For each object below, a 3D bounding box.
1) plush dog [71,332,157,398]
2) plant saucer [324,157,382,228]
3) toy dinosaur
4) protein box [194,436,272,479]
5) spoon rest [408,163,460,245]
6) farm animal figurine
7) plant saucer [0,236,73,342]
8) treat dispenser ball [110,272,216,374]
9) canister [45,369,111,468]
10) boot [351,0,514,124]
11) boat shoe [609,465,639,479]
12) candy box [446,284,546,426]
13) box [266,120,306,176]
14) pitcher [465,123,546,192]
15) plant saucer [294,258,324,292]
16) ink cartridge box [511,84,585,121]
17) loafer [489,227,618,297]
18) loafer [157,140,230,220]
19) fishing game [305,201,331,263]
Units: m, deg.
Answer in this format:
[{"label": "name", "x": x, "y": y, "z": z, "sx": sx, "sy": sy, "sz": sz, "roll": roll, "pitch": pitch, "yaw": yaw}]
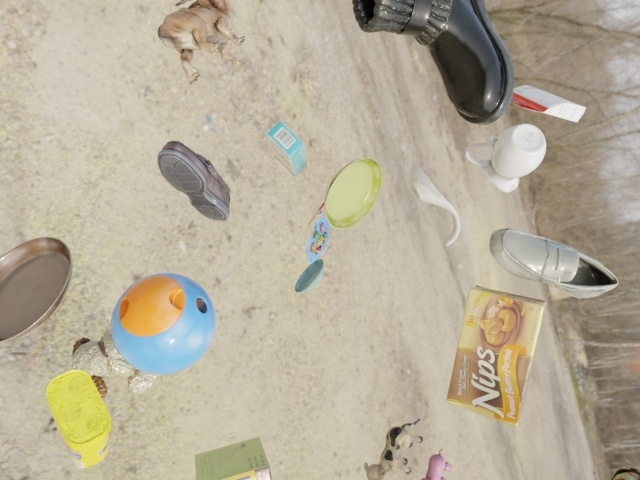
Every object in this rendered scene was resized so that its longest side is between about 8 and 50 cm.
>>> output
[{"label": "plush dog", "x": -0.686, "y": 0.376, "z": 1.678, "sx": 0.262, "sy": 0.225, "sz": 0.211, "roll": 47, "pitch": -33, "yaw": 37}, {"label": "plant saucer", "x": 0.096, "y": -0.149, "z": 1.604, "sx": 0.241, "sy": 0.037, "sz": 0.241, "roll": -27, "pitch": 136, "yaw": -30}, {"label": "toy dinosaur", "x": -0.272, "y": -0.469, "z": 1.126, "sx": 0.200, "sy": 0.127, "sz": 0.295, "roll": 51, "pitch": 49, "yaw": 2}, {"label": "protein box", "x": -0.249, "y": 0.698, "z": 1.495, "sx": 0.200, "sy": 0.201, "sz": 0.136, "roll": -170, "pitch": -110, "yaw": -74}, {"label": "spoon rest", "x": 0.360, "y": -0.121, "z": 1.623, "sx": 0.276, "sy": 0.084, "sz": 0.137, "roll": 61, "pitch": 1, "yaw": -7}, {"label": "farm animal figurine", "x": 0.184, "y": 0.656, "z": 1.270, "sx": 0.172, "sy": 0.327, "sz": 0.330, "roll": 34, "pitch": 16, "yaw": -38}, {"label": "plant saucer", "x": -0.760, "y": 0.130, "z": 1.324, "sx": 0.050, "sy": 0.310, "sz": 0.311, "roll": 60, "pitch": 28, "yaw": -50}, {"label": "treat dispenser ball", "x": -0.445, "y": 0.236, "z": 1.476, "sx": 0.288, "sy": 0.288, "sz": 0.288, "roll": 39, "pitch": 43, "yaw": -50}, {"label": "canister", "x": -0.415, "y": 0.314, "z": 0.893, "sx": 0.073, "sy": 0.170, "sz": 0.126, "roll": -23, "pitch": 66, "yaw": -34}, {"label": "boot", "x": 0.199, "y": -0.378, "z": 0.946, "sx": 0.260, "sy": 0.131, "sz": 0.348, "roll": -6, "pitch": 75, "yaw": -38}, {"label": "boat shoe", "x": 0.659, "y": 0.531, "z": 1.057, "sx": 0.324, "sy": 0.122, "sz": 0.120, "roll": -23, "pitch": 95, "yaw": -26}, {"label": "candy box", "x": 0.451, "y": 0.291, "z": 1.333, "sx": 0.087, "sy": 0.182, "sz": 0.317, "roll": -4, "pitch": 105, "yaw": -61}, {"label": "box", "x": -0.099, "y": -0.278, "z": 1.596, "sx": 0.100, "sy": 0.060, "sz": 0.244, "roll": 45, "pitch": -4, "yaw": 5}, {"label": "pitcher", "x": 0.488, "y": -0.232, "z": 1.376, "sx": 0.125, "sy": 0.177, "sz": 0.207, "roll": -59, "pitch": 172, "yaw": -17}, {"label": "plant saucer", "x": -0.026, "y": 0.107, "z": 1.485, "sx": 0.021, "sy": 0.119, "sz": 0.119, "roll": 42, "pitch": 37, "yaw": -18}, {"label": "ink cartridge box", "x": 0.657, "y": -0.434, "z": 1.579, "sx": 0.232, "sy": 0.066, "sz": 0.189, "roll": 9, "pitch": 27, "yaw": -29}, {"label": "loafer", "x": 0.517, "y": 0.046, "z": 1.144, "sx": 0.319, "sy": 0.111, "sz": 0.112, "roll": 18, "pitch": 72, "yaw": -20}, {"label": "loafer", "x": -0.298, "y": -0.157, "z": 1.260, "sx": 0.302, "sy": 0.109, "sz": 0.095, "roll": 65, "pitch": 34, "yaw": -60}, {"label": "fishing game", "x": 0.000, "y": 0.000, "z": 1.873, "sx": 0.189, "sy": 0.041, "sz": 0.264, "roll": -55, "pitch": 154, "yaw": -35}]
